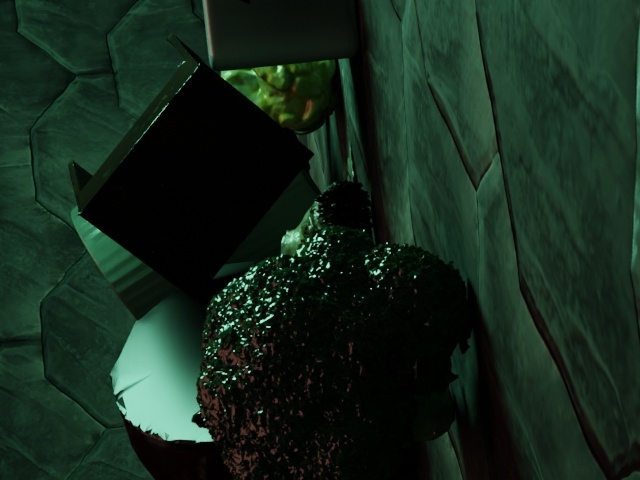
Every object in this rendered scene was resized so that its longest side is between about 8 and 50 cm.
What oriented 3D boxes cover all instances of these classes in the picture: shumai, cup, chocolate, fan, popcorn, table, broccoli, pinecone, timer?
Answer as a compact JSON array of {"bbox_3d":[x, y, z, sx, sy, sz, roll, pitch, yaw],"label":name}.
[{"bbox_3d":[0.001,0.003,1.941,0.145,0.116,0.146,-5,-90,-70],"label":"shumai"},{"bbox_3d":[-0.173,-0.030,2.332,0.310,0.392,0.401,56,179,-39],"label":"cup"},{"bbox_3d":[-0.042,0.249,1.794,0.384,0.383,0.331,-102,-10,-57],"label":"chocolate"},{"bbox_3d":[0.044,-0.102,2.054,0.182,0.010,0.310,-108,11,-73],"label":"fan"},{"bbox_3d":[-0.052,-0.264,2.158,0.187,0.167,0.186,-24,41,51],"label":"popcorn"},{"bbox_3d":[-0.187,-0.109,1.884,0.251,0.196,0.282,-52,21,4],"label":"table"},{"bbox_3d":[0.034,0.114,1.238,0.269,0.269,0.254,92,175,-66],"label":"broccoli"},{"bbox_3d":[0.033,-0.039,1.849,0.077,0.077,0.083,97,155,-75],"label":"pinecone"},{"bbox_3d":[-0.060,-0.330,1.837,0.192,0.195,0.194,-117,20,-79],"label":"timer"}]

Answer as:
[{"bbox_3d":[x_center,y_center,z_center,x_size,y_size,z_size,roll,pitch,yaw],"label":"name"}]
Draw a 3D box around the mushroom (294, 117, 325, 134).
[{"bbox_3d":[-0.030,-0.278,2.370,0.092,0.081,0.223,-129,25,-47],"label":"mushroom"}]
